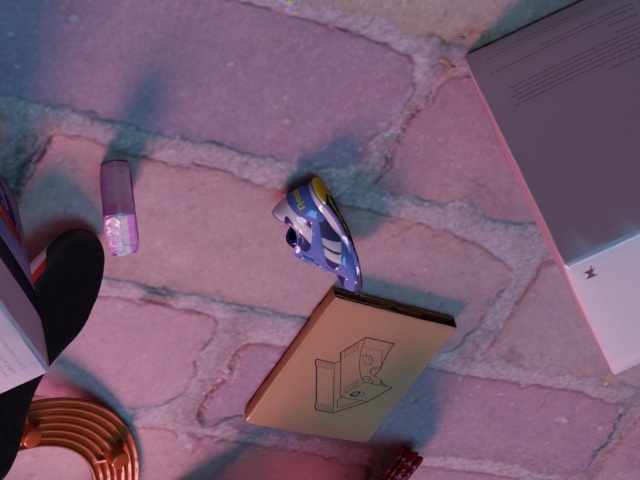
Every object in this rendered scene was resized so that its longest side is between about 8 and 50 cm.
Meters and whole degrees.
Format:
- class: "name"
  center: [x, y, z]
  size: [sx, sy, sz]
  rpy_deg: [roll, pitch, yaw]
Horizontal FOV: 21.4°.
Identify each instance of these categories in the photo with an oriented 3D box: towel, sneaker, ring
- class: "towel"
  center: [0.010, 0.358, 1.930]
  size: [0.275, 0.031, 0.199]
  rpy_deg: [-38, 164, -55]
- class: "sneaker"
  center: [0.000, 0.000, 1.689]
  size: [0.059, 0.053, 0.144]
  rpy_deg: [-25, 127, 5]
- class: "sneaker"
  center: [-0.322, 0.095, 1.643]
  size: [0.090, 0.145, 0.270]
  rpy_deg: [30, 83, -51]
- class: "ring"
  center: [-0.326, 0.315, 1.795]
  size: [0.337, 0.032, 0.336]
  rpy_deg: [-26, 135, -30]

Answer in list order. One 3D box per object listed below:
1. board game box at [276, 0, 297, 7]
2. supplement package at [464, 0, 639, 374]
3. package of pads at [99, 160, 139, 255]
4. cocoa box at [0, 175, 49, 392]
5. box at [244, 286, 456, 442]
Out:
- class: "board game box"
  center: [-0.012, -0.342, 1.283]
  size: [0.142, 0.144, 0.275]
  rpy_deg: [22, 122, -33]
- class: "supplement package"
  center: [0.275, -0.060, 1.549]
  size: [0.177, 0.293, 0.175]
  rpy_deg: [-24, 135, 6]
- class: "package of pads"
  center: [-0.187, -0.030, 1.571]
  size: [0.032, 0.083, 0.050]
  rpy_deg: [-5, 131, -8]
- class: "cocoa box"
  center: [-0.408, -0.024, 1.397]
  size: [0.231, 0.228, 0.347]
  rpy_deg: [-23, 136, 3]
- class: "box"
  center: [0.033, 0.141, 1.858]
  size: [0.164, 0.021, 0.201]
  rpy_deg: [15, 126, -30]
